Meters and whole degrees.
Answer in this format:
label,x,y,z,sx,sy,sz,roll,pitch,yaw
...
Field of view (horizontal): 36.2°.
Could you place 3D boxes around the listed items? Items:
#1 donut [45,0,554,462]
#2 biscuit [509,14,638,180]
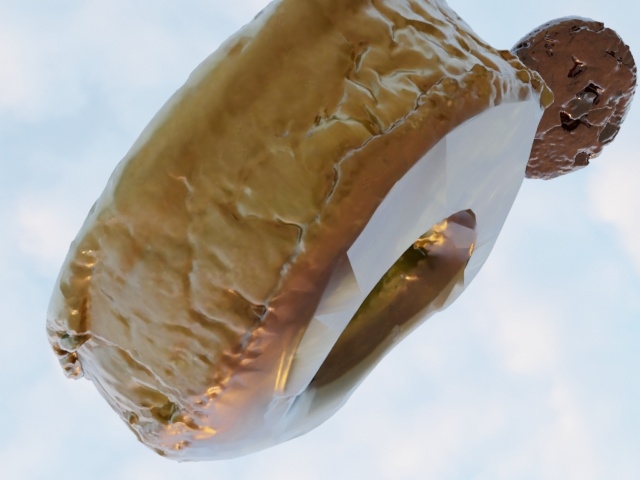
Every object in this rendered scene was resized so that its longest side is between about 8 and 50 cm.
label,x,y,z,sx,sy,sz,roll,pitch,yaw
donut,0.000,0.000,0.589,0.160,0.330,0.330,42,-110,12
biscuit,0.255,-0.148,1.052,0.192,0.049,0.192,-9,-55,-13
